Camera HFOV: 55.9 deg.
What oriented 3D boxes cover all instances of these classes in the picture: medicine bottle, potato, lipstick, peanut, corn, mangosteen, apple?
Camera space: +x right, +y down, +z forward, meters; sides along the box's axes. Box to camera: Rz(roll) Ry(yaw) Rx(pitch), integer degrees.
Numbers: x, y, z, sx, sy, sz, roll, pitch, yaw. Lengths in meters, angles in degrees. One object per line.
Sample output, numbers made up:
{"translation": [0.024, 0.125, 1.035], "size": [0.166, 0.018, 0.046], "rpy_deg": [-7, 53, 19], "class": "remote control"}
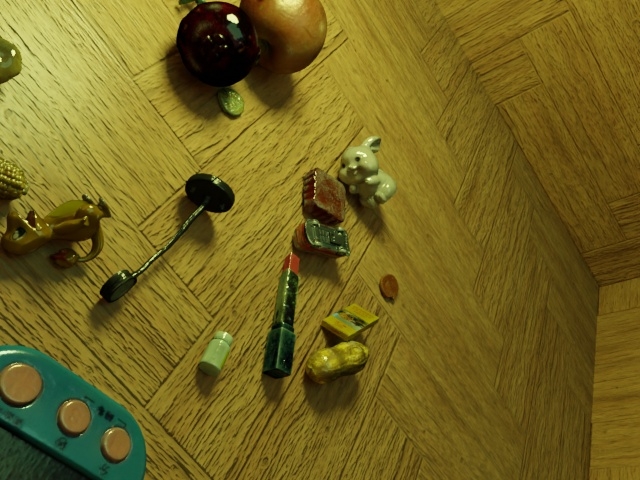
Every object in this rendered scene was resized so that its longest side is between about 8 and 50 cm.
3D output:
{"translation": [-0.213, 0.231, 1.237], "size": [0.047, 0.047, 0.083], "rpy_deg": [48, 42, -24], "class": "medicine bottle"}
{"translation": [-0.587, -0.311, 1.037], "size": [0.138, 0.070, 0.091], "rpy_deg": [-11, 76, -54], "class": "potato"}
{"translation": [-0.083, 0.169, 1.427], "size": [0.051, 0.051, 0.312], "rpy_deg": [34, 47, -34], "class": "lipstick"}
{"translation": [0.044, 0.298, 1.487], "size": [0.207, 0.087, 0.087], "rpy_deg": [-6, 77, -49], "class": "peanut"}
{"translation": [-0.568, -0.123, 0.967], "size": [0.207, 0.068, 0.068], "rpy_deg": [30, 51, -40], "class": "corn"}
{"translation": [-0.243, -0.471, 1.448], "size": [0.210, 0.210, 0.209], "rpy_deg": [26, 53, -41], "class": "mangosteen"}
{"translation": [-0.108, -0.575, 1.627], "size": [0.254, 0.254, 0.253], "rpy_deg": [26, 53, -41], "class": "apple"}

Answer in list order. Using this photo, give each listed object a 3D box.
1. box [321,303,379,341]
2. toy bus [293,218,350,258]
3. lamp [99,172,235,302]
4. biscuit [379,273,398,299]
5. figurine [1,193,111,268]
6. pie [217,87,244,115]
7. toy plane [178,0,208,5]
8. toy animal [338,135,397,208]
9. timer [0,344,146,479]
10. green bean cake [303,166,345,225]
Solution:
{"translation": [0.079, 0.212, 1.582], "size": [0.087, 0.023, 0.155], "rpy_deg": [31, 27, 26], "class": "box"}
{"translation": [0.000, 0.000, 1.589], "size": [0.174, 0.077, 0.079], "rpy_deg": [15, 61, -46], "class": "toy bus"}
{"translation": [-0.325, -0.016, 1.220], "size": [0.108, 0.130, 0.371], "rpy_deg": [42, 53, 3], "class": "lamp"}
{"translation": [0.208, 0.142, 1.823], "size": [0.091, 0.015, 0.078], "rpy_deg": [-13, 84, -52], "class": "biscuit"}
{"translation": [-0.455, -0.006, 1.043], "size": [0.176, 0.121, 0.122], "rpy_deg": [-18, 114, -40], "class": "figurine"}
{"translation": [-0.227, -0.355, 1.543], "size": [0.085, 0.017, 0.085], "rpy_deg": [27, 51, -40], "class": "pie"}
{"translation": [-0.350, -0.708, 1.469], "size": [0.106, 0.155, 0.381], "rpy_deg": [-59, 135, -47], "class": "toy plane"}
{"translation": [0.146, -0.205, 1.832], "size": [0.193, 0.128, 0.178], "rpy_deg": [58, 36, -11], "class": "toy animal"}
{"translation": [-0.431, 0.337, 0.862], "size": [0.340, 0.115, 0.309], "rpy_deg": [46, 41, -26], "class": "timer"}
{"translation": [0.010, -0.120, 1.680], "size": [0.135, 0.056, 0.135], "rpy_deg": [28, 52, -38], "class": "green bean cake"}
